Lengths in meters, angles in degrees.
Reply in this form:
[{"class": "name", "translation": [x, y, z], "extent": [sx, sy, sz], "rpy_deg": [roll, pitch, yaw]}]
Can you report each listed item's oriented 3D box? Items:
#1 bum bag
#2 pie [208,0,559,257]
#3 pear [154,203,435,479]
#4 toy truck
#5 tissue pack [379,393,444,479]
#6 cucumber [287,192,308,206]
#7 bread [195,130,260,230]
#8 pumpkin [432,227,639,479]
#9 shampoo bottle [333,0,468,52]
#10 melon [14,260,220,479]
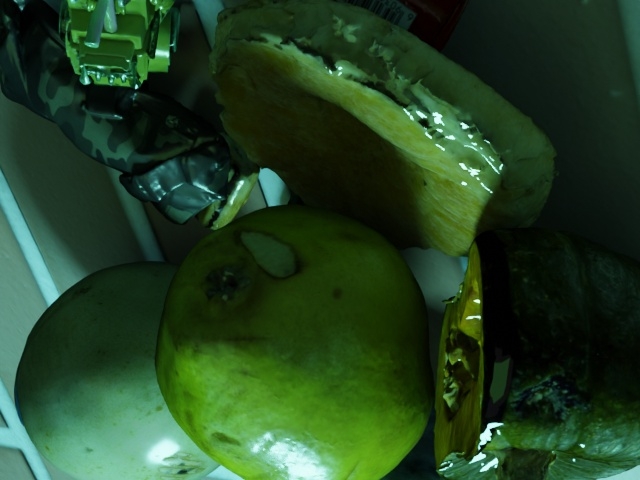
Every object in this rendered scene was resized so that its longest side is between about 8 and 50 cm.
[{"class": "bum bag", "translation": [-0.229, -0.137, 1.354], "extent": [0.340, 0.095, 0.144], "rpy_deg": [36, 139, 14]}, {"class": "pie", "translation": [0.043, -0.094, 1.126], "extent": [0.339, 0.083, 0.339], "rpy_deg": [25, 160, 10]}, {"class": "pear", "translation": [-0.017, 0.104, 1.177], "extent": [0.269, 0.269, 0.321], "rpy_deg": [10, 168, 31]}, {"class": "toy truck", "translation": [-0.199, -0.213, 1.176], "extent": [0.128, 0.135, 0.259], "rpy_deg": [5, 163, -4]}, {"class": "tissue pack", "translation": [0.067, 0.220, 1.364], "extent": [0.235, 0.173, 0.073], "rpy_deg": [24, 128, 21]}, {"class": "cucumber", "translation": [0.000, 0.000, 1.313], "extent": [0.116, 0.062, 0.115], "rpy_deg": [43, 143, 15]}, {"class": "bread", "translation": [-0.105, -0.062, 1.361], "extent": [0.072, 0.053, 0.106], "rpy_deg": [57, 139, 20]}, {"class": "pumpkin", "translation": [0.220, 0.132, 1.106], "extent": [0.232, 0.242, 0.325], "rpy_deg": [7, 162, 2]}, {"class": "shampoo bottle", "translation": [-0.017, -0.261, 1.115], "extent": [0.314, 0.076, 0.118], "rpy_deg": [37, 149, 8]}, {"class": "melon", "translation": [-0.207, 0.159, 1.453], "extent": [0.268, 0.268, 0.330], "rpy_deg": [54, 145, -12]}]
